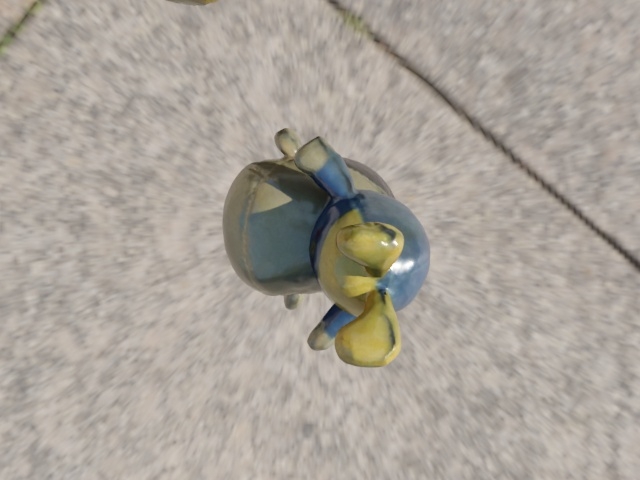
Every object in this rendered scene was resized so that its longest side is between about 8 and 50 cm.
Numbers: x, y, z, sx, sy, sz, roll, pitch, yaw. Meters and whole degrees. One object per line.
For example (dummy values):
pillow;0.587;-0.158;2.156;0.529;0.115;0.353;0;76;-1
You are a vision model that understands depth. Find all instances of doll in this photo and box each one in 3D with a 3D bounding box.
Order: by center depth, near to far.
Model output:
doll;0.000;0.000;0.862;0.088;0.179;0.102;-1;103;-7

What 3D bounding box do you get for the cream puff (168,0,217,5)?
cream puff;-0.043;-0.263;1.016;0.185;0.282;0.282;-14;91;-16
